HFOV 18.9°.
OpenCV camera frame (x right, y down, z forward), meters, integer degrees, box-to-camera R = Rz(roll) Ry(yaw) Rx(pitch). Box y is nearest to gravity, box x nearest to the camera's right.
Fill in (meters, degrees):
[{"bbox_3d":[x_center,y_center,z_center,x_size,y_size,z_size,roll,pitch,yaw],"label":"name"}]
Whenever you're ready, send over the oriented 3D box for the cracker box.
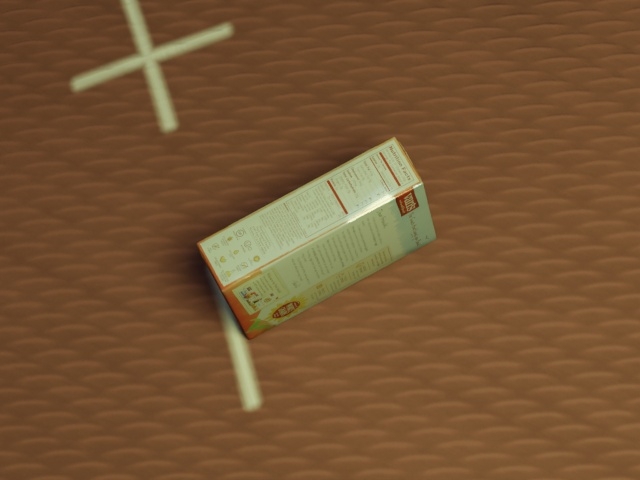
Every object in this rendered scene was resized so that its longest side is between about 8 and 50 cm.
[{"bbox_3d":[0.000,0.000,1.994,0.232,0.155,0.067,-28,67,-3],"label":"cracker box"}]
